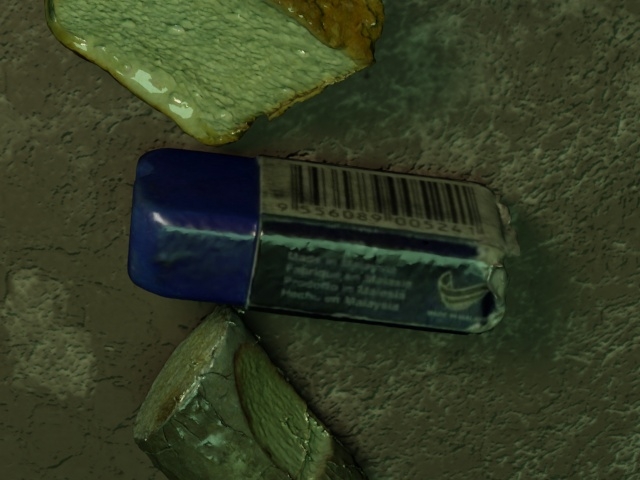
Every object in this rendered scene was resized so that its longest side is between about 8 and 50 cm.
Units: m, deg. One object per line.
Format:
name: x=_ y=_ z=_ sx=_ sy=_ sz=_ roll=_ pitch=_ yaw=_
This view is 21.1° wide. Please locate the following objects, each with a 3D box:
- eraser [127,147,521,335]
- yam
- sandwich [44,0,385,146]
eraser: x=0.000 y=0.000 z=1.500 sx=0.332 sy=0.155 sz=0.102 roll=6 pitch=117 yaw=-6
yam: x=-0.069 y=0.193 z=1.601 sx=0.154 sy=0.154 sz=0.254 roll=-31 pitch=118 yaw=11
sandwich: x=-0.093 y=-0.185 z=1.374 sx=0.226 sy=0.087 sz=0.251 roll=30 pitch=153 yaw=-20
